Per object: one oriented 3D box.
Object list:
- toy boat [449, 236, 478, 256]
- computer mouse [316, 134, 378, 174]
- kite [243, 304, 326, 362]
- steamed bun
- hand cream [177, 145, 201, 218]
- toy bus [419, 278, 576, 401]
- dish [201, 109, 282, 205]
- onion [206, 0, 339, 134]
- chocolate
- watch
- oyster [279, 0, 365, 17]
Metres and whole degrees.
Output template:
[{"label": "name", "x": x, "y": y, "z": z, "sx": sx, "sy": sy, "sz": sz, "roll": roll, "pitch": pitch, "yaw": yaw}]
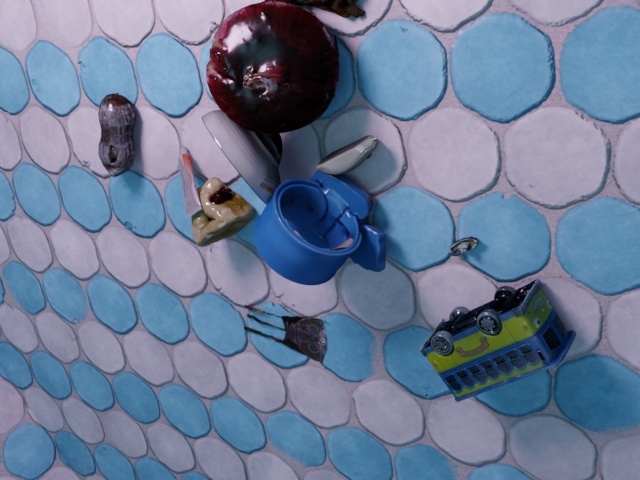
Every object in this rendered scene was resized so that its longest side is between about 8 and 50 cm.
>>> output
[{"label": "toy boat", "x": 0.336, "y": 0.013, "z": 1.816, "sx": 0.083, "sy": 0.038, "sz": 0.038, "roll": -30, "pitch": 96, "yaw": 41}, {"label": "computer mouse", "x": 0.074, "y": -0.198, "z": 1.844, "sx": 0.181, "sy": 0.089, "sz": 0.056, "roll": -23, "pitch": 111, "yaw": 37}, {"label": "kite", "x": -0.109, "y": 0.261, "z": 2.257, "sx": 0.285, "sy": 0.015, "sz": 0.152, "roll": 15, "pitch": 121, "yaw": 27}, {"label": "steamed bun", "x": -0.285, "y": -0.088, "z": 2.118, "sx": 0.172, "sy": 0.141, "sz": 0.155, "roll": -33, "pitch": 81, "yaw": 38}, {"label": "hand cream", "x": -0.357, "y": -0.164, "z": 2.105, "sx": 0.052, "sy": 0.038, "sz": 0.216, "roll": 128, "pitch": 134, "yaw": -53}, {"label": "toy bus", "x": 0.409, "y": 0.234, "z": 1.814, "sx": 0.312, "sy": 0.152, "sz": 0.190, "roll": -33, "pitch": 93, "yaw": 41}, {"label": "dish", "x": -0.160, "y": -0.232, "z": 1.919, "sx": 0.134, "sy": 0.273, "sz": 0.273, "roll": -36, "pitch": 93, "yaw": 1}, {"label": "onion", "x": -0.104, "y": -0.383, "z": 1.749, "sx": 0.314, "sy": 0.232, "sz": 0.314, "roll": -2, "pitch": 114, "yaw": -4}, {"label": "chocolate", "x": -0.576, "y": -0.299, "z": 2.205, "sx": 0.110, "sy": 0.110, "sz": 0.248, "roll": 25, "pitch": 123, "yaw": 20}, {"label": "watch", "x": 0.000, "y": 0.000, "z": 1.875, "sx": 0.305, "sy": 0.274, "sz": 0.241, "roll": 44, "pitch": 130, "yaw": 11}, {"label": "oyster", "x": -0.045, "y": -0.615, "z": 1.693, "sx": 0.361, "sy": 0.096, "sz": 0.221, "roll": 18, "pitch": 117, "yaw": 22}]
